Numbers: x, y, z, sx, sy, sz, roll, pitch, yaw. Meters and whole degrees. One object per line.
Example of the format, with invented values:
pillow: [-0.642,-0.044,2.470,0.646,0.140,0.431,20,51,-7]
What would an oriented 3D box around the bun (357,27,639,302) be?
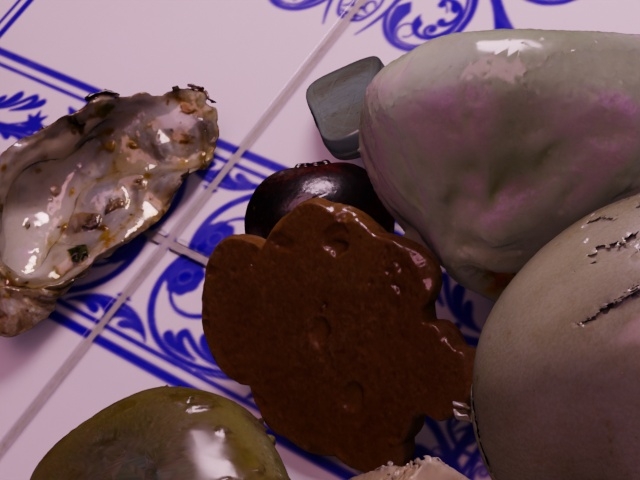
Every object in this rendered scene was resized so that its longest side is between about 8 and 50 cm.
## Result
bun: [0.169,-0.044,1.350,0.293,0.293,0.187,-6,75,21]

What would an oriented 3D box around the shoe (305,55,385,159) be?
shoe: [0.037,-0.105,1.576,0.079,0.078,0.195,-22,20,6]

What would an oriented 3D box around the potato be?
potato: [-0.102,0.242,1.312,0.210,0.173,0.307,-31,50,-3]

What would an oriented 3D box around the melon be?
melon: [0.253,0.091,1.194,0.330,0.268,0.268,-14,51,18]

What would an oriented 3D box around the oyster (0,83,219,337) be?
oyster: [-0.214,-0.036,1.645,0.294,0.094,0.166,-30,66,-12]

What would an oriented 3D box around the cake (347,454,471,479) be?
cake: [0.075,0.225,1.290,0.117,0.220,0.086,34,68,-4]

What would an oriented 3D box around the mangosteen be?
mangosteen: [0.000,0.000,1.494,0.140,0.140,0.140,-13,51,16]

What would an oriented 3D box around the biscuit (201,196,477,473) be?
biscuit: [0.018,0.073,1.396,0.290,0.041,0.208,19,109,37]
